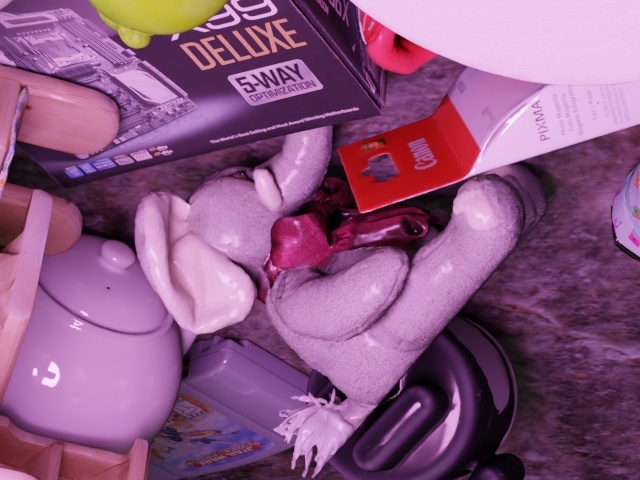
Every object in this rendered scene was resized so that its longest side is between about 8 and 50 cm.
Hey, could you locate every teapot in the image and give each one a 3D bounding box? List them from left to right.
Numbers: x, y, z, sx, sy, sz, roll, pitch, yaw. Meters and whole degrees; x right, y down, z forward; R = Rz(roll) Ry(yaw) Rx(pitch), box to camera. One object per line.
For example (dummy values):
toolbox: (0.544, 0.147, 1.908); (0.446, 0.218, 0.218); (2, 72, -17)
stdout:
teapot: (-0.231, 0.078, 1.750); (0.252, 0.256, 0.187); (29, 117, -3)

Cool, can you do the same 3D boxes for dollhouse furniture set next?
dollhouse furniture set: (-0.232, 0.134, 1.472); (0.256, 0.362, 0.394); (14, 139, -12)

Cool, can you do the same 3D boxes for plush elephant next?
plush elephant: (0.000, 0.000, 1.580); (0.255, 0.272, 0.330); (41, 108, 5)

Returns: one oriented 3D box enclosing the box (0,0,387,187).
box: (-0.135, -0.160, 1.454); (0.307, 0.076, 0.242); (-11, 146, 25)

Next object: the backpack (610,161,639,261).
backpack: (0.342, -0.018, 1.594); (0.182, 0.152, 0.115); (25, 140, -10)

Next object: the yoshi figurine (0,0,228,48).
yoshi figurine: (-0.196, -0.184, 1.253); (0.362, 0.203, 0.203); (-21, 119, 25)

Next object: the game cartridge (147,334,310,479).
game cartridge: (-0.146, 0.194, 2.078); (0.297, 0.062, 0.198); (-21, 137, 35)

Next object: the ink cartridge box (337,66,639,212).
ink cartridge box: (0.125, -0.102, 1.372); (0.232, 0.189, 0.066); (-14, 107, 0)

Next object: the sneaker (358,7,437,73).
sneaker: (0.157, -0.180, 1.345); (0.279, 0.118, 0.107); (-14, 146, 27)

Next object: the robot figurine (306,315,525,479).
robot figurine: (0.092, 0.150, 1.801); (0.173, 0.209, 0.278); (-8, 175, 20)

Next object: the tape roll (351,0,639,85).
tape roll: (0.137, -0.265, 1.138); (0.392, 0.072, 0.392); (14, 137, 13)
